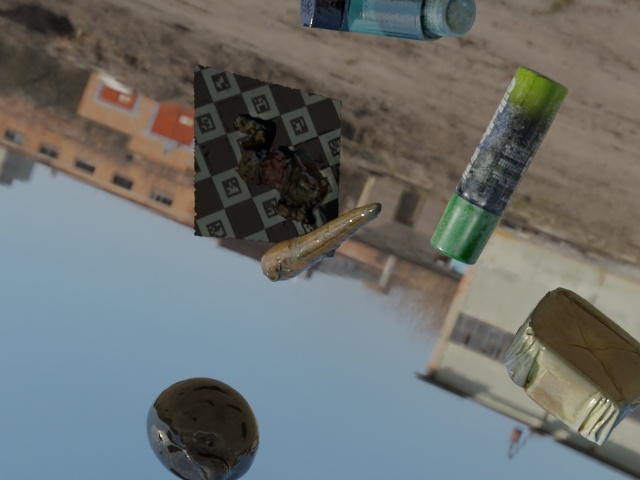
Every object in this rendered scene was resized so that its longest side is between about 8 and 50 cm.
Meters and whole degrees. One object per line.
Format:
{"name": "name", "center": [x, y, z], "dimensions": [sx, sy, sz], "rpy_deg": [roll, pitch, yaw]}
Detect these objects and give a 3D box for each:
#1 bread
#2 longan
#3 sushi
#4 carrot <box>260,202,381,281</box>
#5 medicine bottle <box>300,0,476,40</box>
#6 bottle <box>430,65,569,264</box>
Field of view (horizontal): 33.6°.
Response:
{"name": "bread", "center": [0.397, 0.191, 1.645], "dimensions": [0.210, 0.110, 0.192], "rpy_deg": [38, -140, 7]}
{"name": "longan", "center": [-0.179, 0.300, 1.625], "dimensions": [0.185, 0.159, 0.204], "rpy_deg": [30, -164, -29]}
{"name": "sushi", "center": [-0.103, -0.132, 1.841], "dimensions": [0.292, 0.294, 0.059], "rpy_deg": [8, 168, -30]}
{"name": "carrot", "center": [0.000, 0.000, 1.192], "dimensions": [0.049, 0.049, 0.254], "rpy_deg": [21, 155, -23]}
{"name": "medicine bottle", "center": [0.090, -0.318, 1.446], "dimensions": [0.124, 0.079, 0.258], "rpy_deg": [-5, -164, -40]}
{"name": "bottle", "center": [0.293, -0.121, 1.750], "dimensions": [0.093, 0.330, 0.093], "rpy_deg": [26, -170, -5]}
